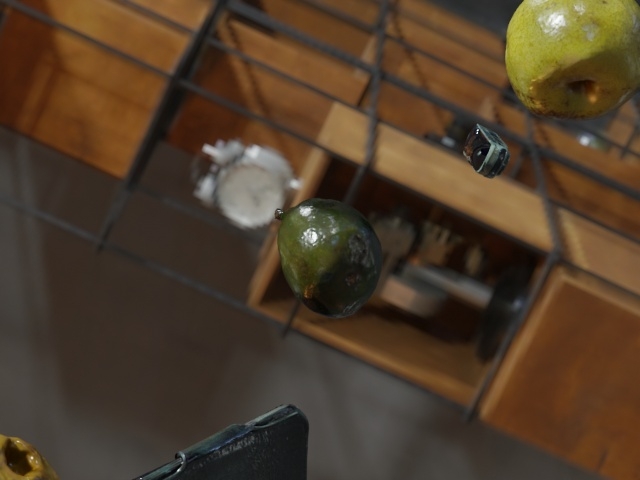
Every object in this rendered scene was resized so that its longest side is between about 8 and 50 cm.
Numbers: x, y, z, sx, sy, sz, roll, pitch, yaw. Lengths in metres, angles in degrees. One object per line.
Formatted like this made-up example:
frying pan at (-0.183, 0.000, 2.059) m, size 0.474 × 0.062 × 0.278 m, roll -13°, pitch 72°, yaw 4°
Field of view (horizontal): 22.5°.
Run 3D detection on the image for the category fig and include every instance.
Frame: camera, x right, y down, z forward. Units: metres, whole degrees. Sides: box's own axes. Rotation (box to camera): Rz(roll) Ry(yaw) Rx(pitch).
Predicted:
fig at (0.000, 0.000, 1.686) m, size 0.117 × 0.117 × 0.177 m, roll -63°, pitch 28°, yaw 19°

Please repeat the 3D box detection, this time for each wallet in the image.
wallet at (-0.118, 0.284, 1.675) m, size 0.318 × 0.045 × 0.172 m, roll -20°, pitch -60°, yaw -51°

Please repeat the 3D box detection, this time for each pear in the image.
pear at (0.338, -0.261, 2.135) m, size 0.197 × 0.197 × 0.197 m, roll -155°, pitch 90°, yaw -85°

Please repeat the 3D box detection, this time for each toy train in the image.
toy train at (0.202, -0.107, 1.956) m, size 0.043 × 0.047 × 0.207 m, roll -63°, pitch 3°, yaw 10°

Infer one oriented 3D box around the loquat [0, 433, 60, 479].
loquat at (-0.327, 0.272, 1.396) m, size 0.238 × 0.193 × 0.238 m, roll -40°, pitch -7°, yaw -6°
